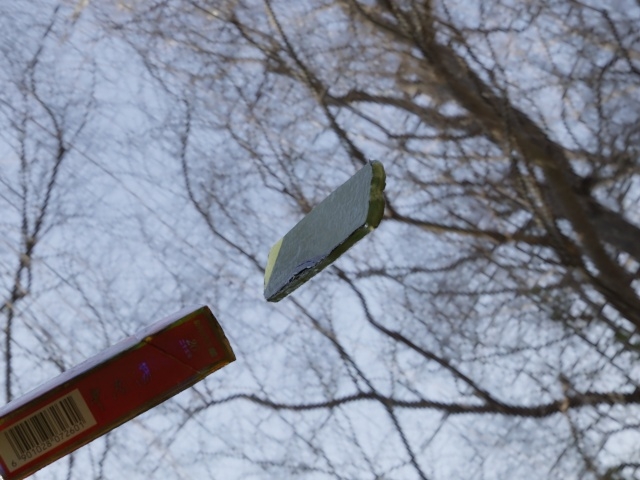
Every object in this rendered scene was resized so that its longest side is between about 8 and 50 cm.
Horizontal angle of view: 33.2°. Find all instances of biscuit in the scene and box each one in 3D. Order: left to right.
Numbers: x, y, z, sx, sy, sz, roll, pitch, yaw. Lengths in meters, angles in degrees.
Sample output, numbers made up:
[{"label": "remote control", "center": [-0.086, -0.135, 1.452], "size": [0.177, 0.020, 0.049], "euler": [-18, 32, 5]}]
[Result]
[{"label": "biscuit", "center": [0.000, 0.000, 1.378], "size": [0.038, 0.322, 0.099], "euler": [17, -118, -19]}]

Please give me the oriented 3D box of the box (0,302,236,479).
[{"label": "box", "center": [-0.273, 0.188, 1.385], "size": [0.313, 0.089, 0.197], "euler": [-28, 2, -11]}]
